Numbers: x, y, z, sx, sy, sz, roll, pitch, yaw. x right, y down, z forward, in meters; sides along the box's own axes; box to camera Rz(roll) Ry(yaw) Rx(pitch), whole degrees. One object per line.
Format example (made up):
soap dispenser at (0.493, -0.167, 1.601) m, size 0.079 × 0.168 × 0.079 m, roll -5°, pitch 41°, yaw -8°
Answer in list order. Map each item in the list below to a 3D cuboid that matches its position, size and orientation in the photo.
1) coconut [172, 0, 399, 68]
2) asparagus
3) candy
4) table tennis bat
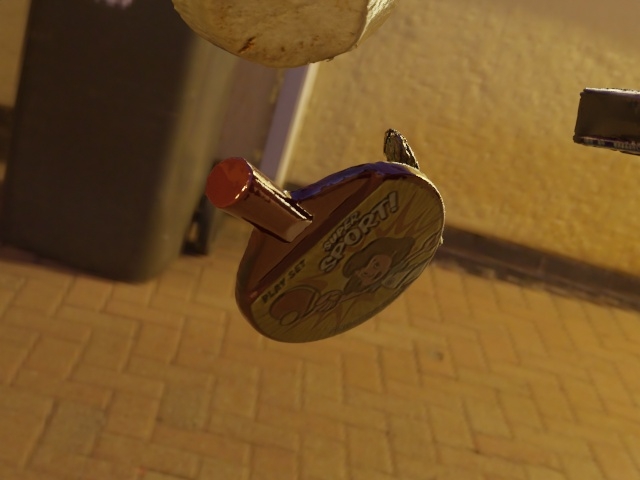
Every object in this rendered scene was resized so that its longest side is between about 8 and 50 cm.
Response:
coconut at (-0.040, -0.367, 1.427) m, size 0.322 × 0.323 × 0.323 m, roll 15°, pitch 17°, yaw -5°
asparagus at (0.106, -0.061, 1.423) m, size 0.036 × 0.165 × 0.030 m, roll -23°, pitch 28°, yaw 4°
candy at (0.378, -0.094, 1.084) m, size 0.312 × 0.061 × 0.088 m, roll 13°, pitch 12°, yaw 41°
table tennis bat at (0.000, 0.000, 1.026) m, size 0.038 × 0.200 × 0.310 m, roll 52°, pitch 10°, yaw 30°
